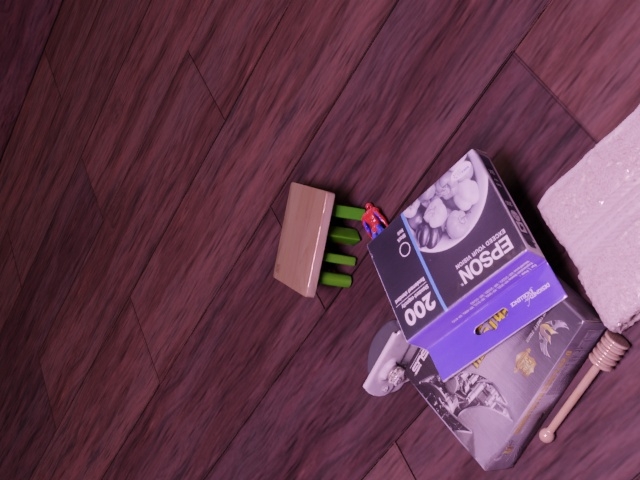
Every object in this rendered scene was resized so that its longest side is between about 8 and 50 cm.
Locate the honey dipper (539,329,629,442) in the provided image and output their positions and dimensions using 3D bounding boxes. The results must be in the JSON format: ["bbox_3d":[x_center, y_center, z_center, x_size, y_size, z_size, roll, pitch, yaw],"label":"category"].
[{"bbox_3d":[0.294,0.172,0.965,0.030,0.030,0.161,52,125,42],"label":"honey dipper"}]

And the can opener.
[{"bbox_3d":[0.130,0.096,1.147,0.093,0.074,0.280,52,123,41],"label":"can opener"}]

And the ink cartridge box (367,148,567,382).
[{"bbox_3d":[0.166,0.033,1.031,0.206,0.045,0.208,-44,56,33],"label":"ink cartridge box"}]

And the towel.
[{"bbox_3d":[0.366,-0.049,0.893,0.282,0.049,0.187,-48,49,36],"label":"towel"}]

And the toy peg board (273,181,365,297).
[{"bbox_3d":[0.000,0.000,1.344,0.160,0.079,0.161,-157,78,-67],"label":"toy peg board"}]

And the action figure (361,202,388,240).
[{"bbox_3d":[0.086,-0.011,1.259,0.038,0.030,0.115,-43,47,32],"label":"action figure"}]

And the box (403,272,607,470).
[{"bbox_3d":[0.218,0.134,1.044,0.183,0.056,0.231,50,123,44],"label":"box"}]
